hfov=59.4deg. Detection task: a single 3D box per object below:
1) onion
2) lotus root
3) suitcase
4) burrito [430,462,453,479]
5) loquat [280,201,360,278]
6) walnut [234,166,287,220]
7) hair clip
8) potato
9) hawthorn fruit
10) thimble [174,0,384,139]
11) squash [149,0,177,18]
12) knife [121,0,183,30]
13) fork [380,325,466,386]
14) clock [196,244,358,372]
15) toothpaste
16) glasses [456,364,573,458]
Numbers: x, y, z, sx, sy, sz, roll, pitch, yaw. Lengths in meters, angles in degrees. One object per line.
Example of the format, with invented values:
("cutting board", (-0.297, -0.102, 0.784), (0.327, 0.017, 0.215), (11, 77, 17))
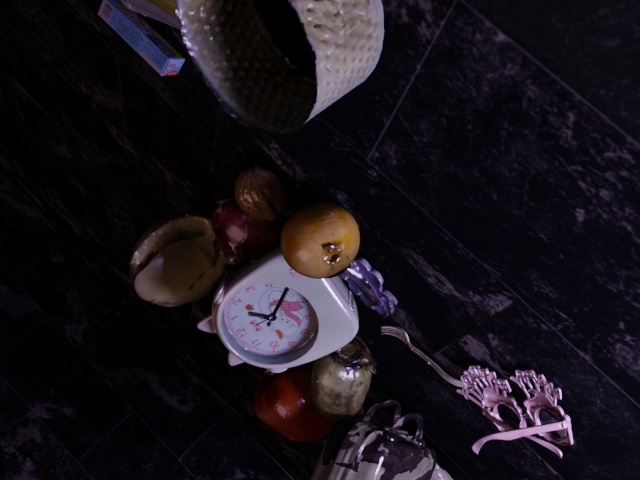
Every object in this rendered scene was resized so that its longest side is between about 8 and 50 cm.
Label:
("onion", (-0.178, -0.014, 1.281), (0.184, 0.147, 0.184), (25, 153, 14))
("lotus root", (0.052, 0.348, 1.370), (0.173, 0.173, 0.309), (30, 142, 29))
("suitcase", (0.133, 0.557, 1.372), (0.194, 0.338, 0.352), (18, 172, 39))
("burrito", (0.353, 0.678, 1.484), (0.275, 0.059, 0.082), (44, 137, 7))
("loquat", (0.000, 0.000, 1.047), (0.137, 0.163, 0.163), (48, 154, -26))
("walnut", (-0.121, -0.093, 1.160), (0.105, 0.105, 0.124), (16, 142, 44))
("hair clip", (0.080, 0.087, 1.153), (0.195, 0.052, 0.124), (48, 157, -10))
("potato", (-0.376, 0.028, 1.502), (0.243, 0.285, 0.242), (38, 178, 2))
("hawthorn fruit", (-0.033, 0.435, 1.571), (0.300, 0.253, 0.254), (31, 160, -28))
("thimble", (-0.059, -0.292, 0.776), (0.271, 0.150, 0.270), (34, 148, 25))
("squash", (-0.226, -0.420, 0.895), (0.288, 0.137, 0.137), (38, 150, 6))
("knife", (-0.281, -0.422, 1.039), (0.266, 0.040, 0.073), (31, 158, 28))
("fork", (0.211, 0.232, 1.153), (0.220, 0.029, 0.033), (32, 140, 41))
("clock", (-0.102, 0.154, 1.228), (0.324, 0.108, 0.265), (-27, 114, 14))
("toothpaste", (-0.357, -0.415, 1.143), (0.193, 0.070, 0.044), (44, 122, 7))
("glasses", (0.338, 0.309, 1.026), (0.255, 0.095, 0.162), (-19, 93, 57))
